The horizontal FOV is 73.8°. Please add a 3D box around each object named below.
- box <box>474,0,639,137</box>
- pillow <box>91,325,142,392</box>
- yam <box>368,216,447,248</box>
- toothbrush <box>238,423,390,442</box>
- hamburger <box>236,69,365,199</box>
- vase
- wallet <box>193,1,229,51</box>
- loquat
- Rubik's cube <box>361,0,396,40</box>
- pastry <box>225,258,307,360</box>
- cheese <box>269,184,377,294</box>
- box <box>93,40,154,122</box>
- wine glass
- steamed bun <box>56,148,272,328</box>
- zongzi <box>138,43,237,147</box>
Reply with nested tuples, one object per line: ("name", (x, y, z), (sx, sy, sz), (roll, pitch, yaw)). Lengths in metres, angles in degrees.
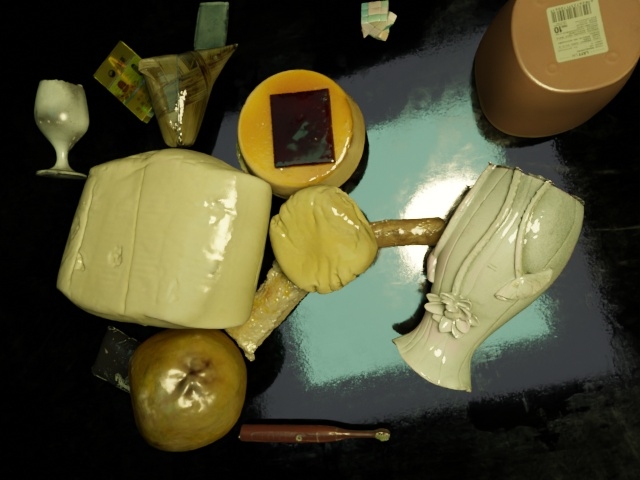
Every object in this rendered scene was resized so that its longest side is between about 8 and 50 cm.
("box", (0.474, -0.380, 0.860), (0.301, 0.216, 0.301), (-1, 87, 10))
("pillow", (-0.480, 0.322, 1.091), (0.208, 0.055, 0.141), (21, 84, 9))
("yam", (0.107, -0.003, 0.984), (0.357, 0.081, 0.081), (-6, 88, 8))
("toothbrush", (-0.018, 0.460, 1.013), (0.364, 0.041, 0.041), (-3, 88, 10))
("hamburger", (-0.047, -0.235, 0.964), (0.300, 0.176, 0.300), (-1, 85, 6))
("vase", (0.325, 0.087, 0.867), (0.250, 0.250, 0.445), (29, 99, 9))
("wallet", (-0.277, -0.539, 1.087), (0.088, 0.026, 0.129), (6, 91, 14))
("loquat", (-0.285, 0.311, 0.940), (0.276, 0.284, 0.276), (7, 69, -20))
("Rubik's cube", (0.133, -0.506, 0.995), (0.084, 0.073, 0.075), (16, 75, 15))
("pastry", (-0.125, 0.148, 1.012), (0.121, 0.089, 0.258), (39, 94, -2))
("cheese", (0.000, 0.000, 0.901), (0.214, 0.117, 0.226), (-36, 99, 21))
("box", (-0.491, -0.417, 1.121), (0.193, 0.030, 0.121), (42, 95, 8))
("wine glass", (-0.667, -0.281, 1.101), (0.126, 0.126, 0.241), (2, 91, 10))
("steamed bun", (-0.319, -0.003, 0.949), (0.456, 0.290, 0.371), (9, 84, 25))
("zongzi", (-0.296, -0.355, 1.056), (0.242, 0.112, 0.221), (-15, 100, -9))
